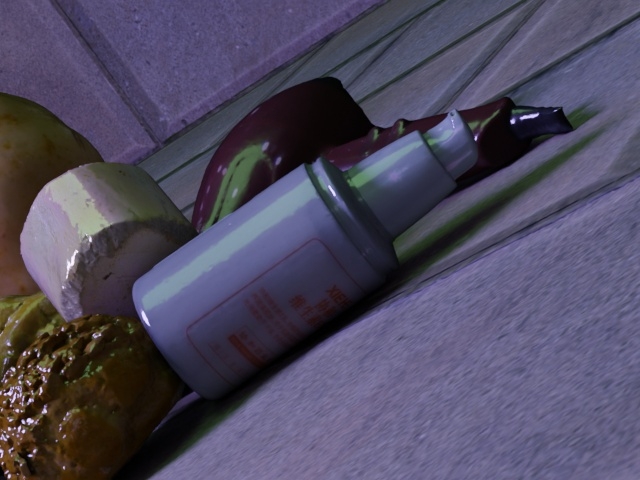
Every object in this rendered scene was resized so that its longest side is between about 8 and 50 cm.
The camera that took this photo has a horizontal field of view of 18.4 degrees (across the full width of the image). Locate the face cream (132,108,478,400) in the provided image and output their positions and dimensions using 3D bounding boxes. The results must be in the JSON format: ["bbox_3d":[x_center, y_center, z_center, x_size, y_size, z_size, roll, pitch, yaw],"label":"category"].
[{"bbox_3d":[0.000,0.000,1.328,0.252,0.101,0.101,-35,9,7],"label":"face cream"}]

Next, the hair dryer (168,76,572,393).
[{"bbox_3d":[0.030,-0.026,1.451,0.340,0.123,0.312,-14,32,40],"label":"hair dryer"}]

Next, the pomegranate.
[{"bbox_3d":[-0.339,-0.004,2.011,0.342,0.342,0.342,-35,9,6],"label":"pomegranate"}]

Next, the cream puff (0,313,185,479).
[{"bbox_3d":[-0.163,0.110,1.330,0.144,0.103,0.126,-48,6,-16],"label":"cream puff"}]

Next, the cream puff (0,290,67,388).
[{"bbox_3d":[-0.199,0.108,1.503,0.146,0.146,0.116,-30,50,35],"label":"cream puff"}]

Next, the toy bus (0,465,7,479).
[{"bbox_3d":[-0.323,0.160,1.419,0.126,0.209,0.136,-29,21,37],"label":"toy bus"}]

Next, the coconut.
[{"bbox_3d":[-0.154,0.003,1.414,0.116,0.116,0.122,-37,42,-3],"label":"coconut"}]
